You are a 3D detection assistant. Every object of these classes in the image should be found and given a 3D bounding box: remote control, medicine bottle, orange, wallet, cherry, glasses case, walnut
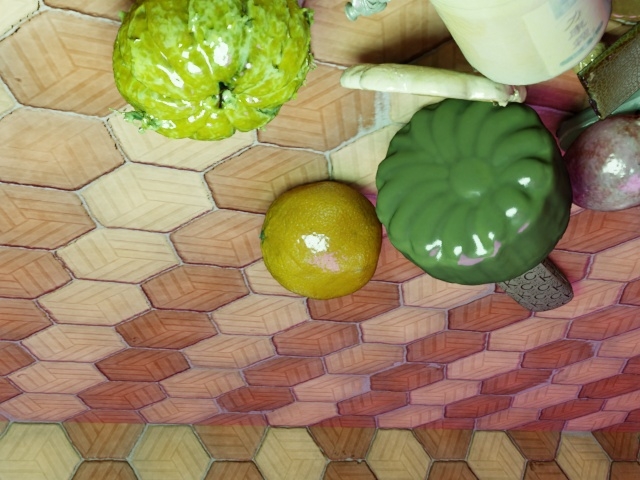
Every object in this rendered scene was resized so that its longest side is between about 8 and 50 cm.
[{"bbox_3d":[0.586,-0.242,1.803,0.247,0.052,0.104,-23,149,25],"label":"remote control"},{"bbox_3d":[0.233,-0.409,1.223,0.236,0.235,0.406,-20,150,20],"label":"medicine bottle"},{"bbox_3d":[-0.162,-0.288,1.359,0.300,0.223,0.301,6,147,-45],"label":"orange"},{"bbox_3d":[0.000,0.000,1.893,0.264,0.264,0.264,-6,151,-3],"label":"orange"},{"bbox_3d":[0.554,-0.326,1.565,0.243,0.039,0.133,-41,137,7],"label":"wallet"},{"bbox_3d":[0.562,-0.140,1.761,0.250,0.175,0.192,-21,161,32],"label":"cherry"},{"bbox_3d":[0.555,0.106,2.387,0.137,0.085,0.355,-23,148,23],"label":"glasses case"},{"bbox_3d":[0.482,-0.318,1.613,0.096,0.082,0.079,26,165,-38],"label":"walnut"}]

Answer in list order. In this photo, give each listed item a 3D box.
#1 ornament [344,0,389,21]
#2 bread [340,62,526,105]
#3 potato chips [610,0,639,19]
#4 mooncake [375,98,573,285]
[{"bbox_3d":[0.079,-0.380,1.438,0.069,0.041,0.092,9,157,-18],"label":"ornament"},{"bbox_3d":[0.190,-0.261,1.518,0.316,0.054,0.316,5,-170,-1],"label":"bread"},{"bbox_3d":[0.492,-0.426,1.431,0.208,0.061,0.195,-27,145,18],"label":"potato chips"},{"bbox_3d":[0.276,-0.096,1.677,0.357,0.356,0.194,-23,145,24],"label":"mooncake"}]
